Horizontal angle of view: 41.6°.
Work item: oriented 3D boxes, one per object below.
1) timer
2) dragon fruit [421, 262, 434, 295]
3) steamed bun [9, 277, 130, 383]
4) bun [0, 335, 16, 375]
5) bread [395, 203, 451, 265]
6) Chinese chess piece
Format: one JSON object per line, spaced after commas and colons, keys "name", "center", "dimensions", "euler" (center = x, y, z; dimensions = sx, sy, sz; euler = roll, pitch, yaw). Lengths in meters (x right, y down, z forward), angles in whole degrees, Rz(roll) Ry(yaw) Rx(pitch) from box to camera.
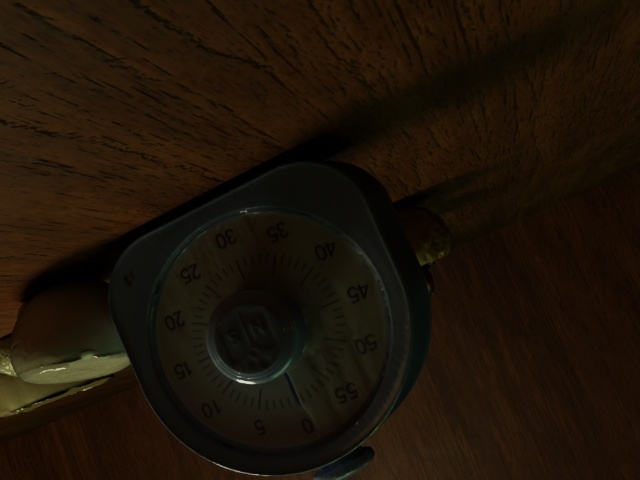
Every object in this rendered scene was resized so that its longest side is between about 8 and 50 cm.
{"name": "timer", "center": [-0.048, 0.115, 1.026], "dimensions": [0.395, 0.395, 0.173], "euler": [-25, 176, 17]}
{"name": "dragon fruit", "center": [0.179, 0.069, 1.929], "dimensions": [0.198, 0.218, 0.273], "euler": [31, 131, -34]}
{"name": "steamed bun", "center": [-0.335, 0.122, 1.152], "dimensions": [0.177, 0.131, 0.228], "euler": [-9, 169, -20]}
{"name": "bun", "center": [-0.495, 0.193, 1.405], "dimensions": [0.115, 0.069, 0.115], "euler": [-21, 171, -4]}
{"name": "bread", "center": [0.146, 0.007, 1.714], "dimensions": [0.244, 0.134, 0.244], "euler": [-24, 175, -2]}
{"name": "Chinese chess piece", "center": [-0.534, 0.268, 1.671], "dimensions": [0.250, 0.103, 0.250], "euler": [-22, 173, -3]}
